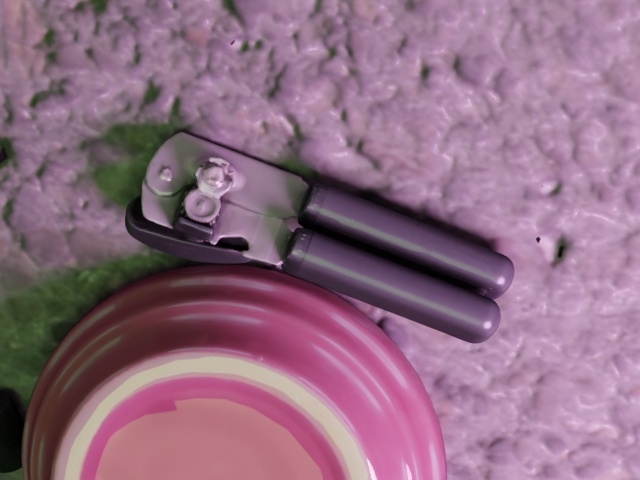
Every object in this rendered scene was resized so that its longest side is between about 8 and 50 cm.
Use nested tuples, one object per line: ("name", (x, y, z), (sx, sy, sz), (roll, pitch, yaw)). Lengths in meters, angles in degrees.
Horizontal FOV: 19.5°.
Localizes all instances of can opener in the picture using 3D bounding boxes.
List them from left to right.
("can opener", (0.000, 0.000, 1.343), (0.280, 0.074, 0.093), (19, 158, 0))

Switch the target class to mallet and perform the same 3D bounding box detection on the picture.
("mallet", (-0.329, 0.152, 1.513), (0.190, 0.039, 0.062), (2, 124, 14))

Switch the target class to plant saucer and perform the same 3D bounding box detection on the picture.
("plant saucer", (-0.072, 0.186, 1.408), (0.332, 0.084, 0.332), (3, 108, 8))
